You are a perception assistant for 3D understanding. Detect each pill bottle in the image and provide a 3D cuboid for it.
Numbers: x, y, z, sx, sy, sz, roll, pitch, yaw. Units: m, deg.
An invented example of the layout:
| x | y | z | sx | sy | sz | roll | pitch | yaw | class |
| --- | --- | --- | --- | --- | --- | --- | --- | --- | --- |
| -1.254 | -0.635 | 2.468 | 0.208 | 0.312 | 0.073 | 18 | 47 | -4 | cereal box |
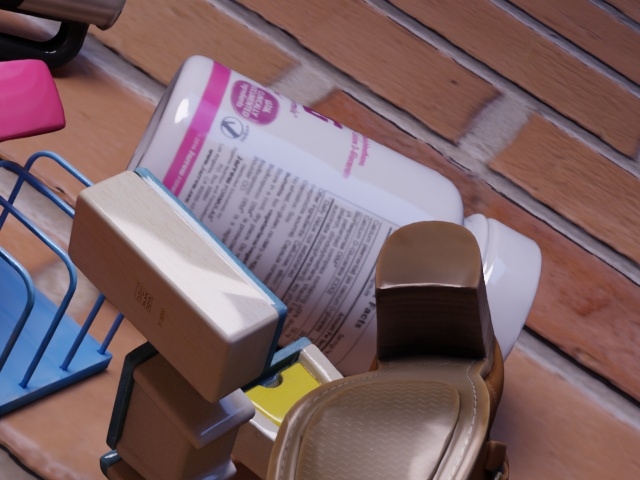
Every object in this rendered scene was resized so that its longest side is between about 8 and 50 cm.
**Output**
| x | y | z | sx | sy | sz | roll | pitch | yaw | class |
| --- | --- | --- | --- | --- | --- | --- | --- | --- | --- |
| 0.000 | 0.000 | 1.161 | 0.283 | 0.160 | 0.160 | 26 | 26 | -10 | pill bottle |

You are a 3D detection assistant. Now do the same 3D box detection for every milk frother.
| x | y | z | sx | sy | sz | roll | pitch | yaw | class |
| --- | --- | --- | --- | --- | --- | --- | --- | --- | --- |
| -0.243 | -0.224 | 1.341 | 0.135 | 0.129 | 0.143 | 10 | 39 | -29 | milk frother |

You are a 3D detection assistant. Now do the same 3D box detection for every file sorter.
| x | y | z | sx | sy | sz | roll | pitch | yaw | class |
| --- | --- | --- | --- | --- | --- | --- | --- | --- | --- |
| -0.197 | 0.024 | 0.977 | 0.118 | 0.104 | 0.170 | 39 | 27 | 16 | file sorter |

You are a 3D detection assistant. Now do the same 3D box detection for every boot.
| x | y | z | sx | sy | sz | roll | pitch | yaw | class |
| --- | --- | --- | --- | --- | --- | --- | --- | --- | --- |
| 0.048 | 0.152 | 0.930 | 0.109 | 0.220 | 0.283 | 0 | 37 | 10 | boot |

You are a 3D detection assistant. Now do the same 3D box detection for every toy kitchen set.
| x | y | z | sx | sy | sz | roll | pitch | yaw | class |
| --- | --- | --- | --- | --- | --- | --- | --- | --- | --- |
| -0.050 | 0.050 | 0.940 | 0.166 | 0.207 | 0.122 | -28 | 61 | -37 | toy kitchen set |

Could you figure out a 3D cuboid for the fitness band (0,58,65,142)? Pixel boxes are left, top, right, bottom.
| x | y | z | sx | sy | sz | roll | pitch | yaw | class |
| --- | --- | --- | --- | --- | --- | --- | --- | --- | --- |
| -0.272 | -0.048 | 0.923 | 0.291 | 0.209 | 0.054 | -24 | 96 | -59 | fitness band |
